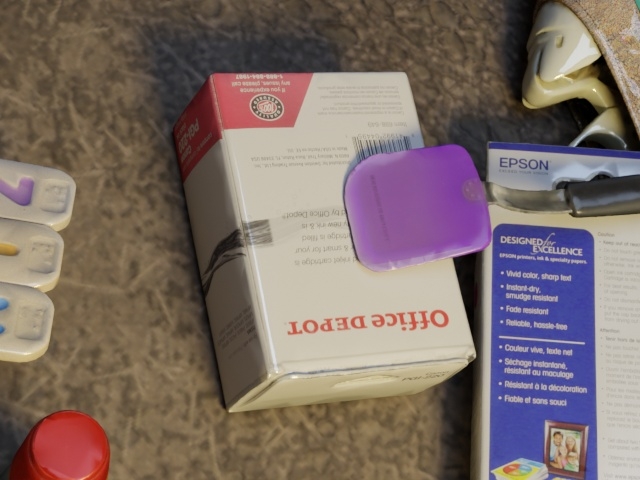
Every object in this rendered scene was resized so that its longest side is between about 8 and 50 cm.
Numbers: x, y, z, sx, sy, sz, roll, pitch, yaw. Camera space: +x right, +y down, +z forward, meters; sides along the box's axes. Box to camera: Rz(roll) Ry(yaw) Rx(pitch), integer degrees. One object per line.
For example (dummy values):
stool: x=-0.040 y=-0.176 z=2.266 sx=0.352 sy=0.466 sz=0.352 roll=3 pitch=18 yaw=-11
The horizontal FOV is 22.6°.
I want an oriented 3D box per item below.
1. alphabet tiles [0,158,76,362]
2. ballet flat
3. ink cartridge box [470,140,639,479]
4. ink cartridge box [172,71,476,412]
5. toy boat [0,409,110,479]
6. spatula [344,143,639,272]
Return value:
alphabet tiles: x=-0.288 y=-0.013 z=0.935 sx=0.278 sy=0.021 sz=0.284 roll=10 pitch=40 yaw=-8
ballet flat: x=0.222 y=-0.103 z=1.254 sx=0.106 sy=0.107 sz=0.316 roll=-21 pitch=78 yaw=-17
ink cartridge box: x=0.197 y=0.110 z=1.138 sx=0.176 sy=0.069 sz=0.370 roll=4 pitch=68 yaw=-1
ink cartridge box: x=0.000 y=0.000 z=1.106 sx=0.159 sy=0.092 sz=0.217 roll=-3 pitch=69 yaw=-27
toy boat: x=-0.267 y=0.174 z=0.889 sx=0.318 sy=0.148 sz=0.267 roll=-14 pitch=71 yaw=-22
spatula: x=0.157 y=-0.030 z=1.117 sx=0.296 sy=0.030 sz=0.084 roll=-4 pitch=68 yaw=-25
